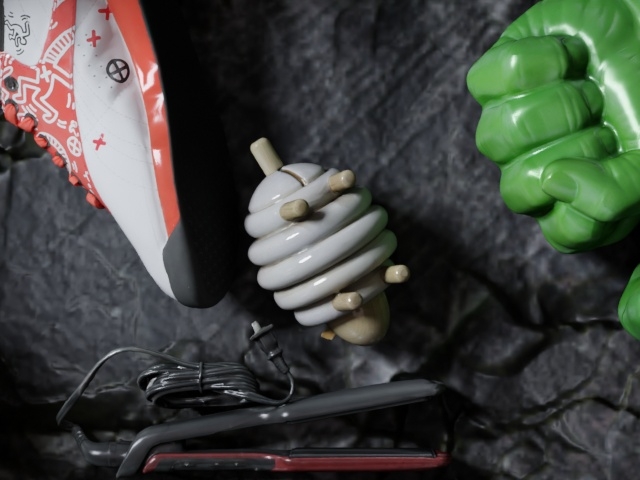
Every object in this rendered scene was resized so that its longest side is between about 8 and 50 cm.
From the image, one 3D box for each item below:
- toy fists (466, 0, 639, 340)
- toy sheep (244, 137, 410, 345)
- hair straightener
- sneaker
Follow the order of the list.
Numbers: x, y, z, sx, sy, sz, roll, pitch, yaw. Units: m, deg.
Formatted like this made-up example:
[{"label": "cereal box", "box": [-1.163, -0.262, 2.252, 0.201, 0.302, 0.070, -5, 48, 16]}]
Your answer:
[{"label": "toy fists", "box": [0.200, -0.018, 0.827, 0.142, 0.096, 0.279, -41, 89, 2]}, {"label": "toy sheep", "box": [0.000, 0.000, 0.837, 0.091, 0.091, 0.132, -26, 95, 1]}, {"label": "hair straightener", "box": [-0.041, 0.091, 0.864, 0.230, 0.047, 0.089, -2, 88, 7]}, {"label": "sneaker", "box": [-0.146, -0.082, 0.851, 0.145, 0.090, 0.270, -13, 99, 19]}]
